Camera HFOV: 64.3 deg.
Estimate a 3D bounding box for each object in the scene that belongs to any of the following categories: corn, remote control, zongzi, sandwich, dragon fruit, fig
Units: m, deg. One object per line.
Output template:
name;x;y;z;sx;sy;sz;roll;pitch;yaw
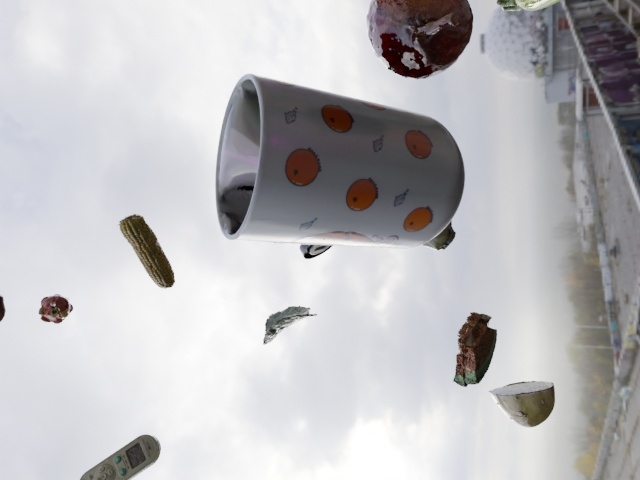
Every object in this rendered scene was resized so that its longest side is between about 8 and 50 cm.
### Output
corn;-0.595;0.041;1.774;0.292;0.101;0.101;63;-151;-13
remote control;-0.492;0.561;1.252;0.078;0.221;0.042;54;173;27
zongzi;0.392;-0.084;1.804;0.274;0.251;0.125;-19;-30;-55
sandwich;0.459;0.301;1.484;0.235;0.079;0.159;-43;-49;-42
dragon fruit;-0.747;0.193;1.429;0.116;0.086;0.081;163;129;-77
fig;0.123;-0.245;0.597;0.150;0.128;0.128;64;-174;33

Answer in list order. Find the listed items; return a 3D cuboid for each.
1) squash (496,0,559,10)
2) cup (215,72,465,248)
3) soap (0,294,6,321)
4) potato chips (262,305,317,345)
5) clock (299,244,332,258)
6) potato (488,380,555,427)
squash;0.462;-0.524;0.999;0.287;0.137;0.137;-172;80;-80
cup;0.033;-0.097;0.716;0.317;0.212;0.212;3;-96;-25
soap;-0.882;0.160;1.112;0.220;0.127;0.325;-57;-35;-9
potato chips;-0.100;0.226;1.405;0.059;0.167;0.228;53;171;-3
clock;0.000;0.000;1.955;0.040;0.184;0.184;53;-168;20
potato;0.601;0.483;1.487;0.202;0.182;0.117;62;-165;-79
